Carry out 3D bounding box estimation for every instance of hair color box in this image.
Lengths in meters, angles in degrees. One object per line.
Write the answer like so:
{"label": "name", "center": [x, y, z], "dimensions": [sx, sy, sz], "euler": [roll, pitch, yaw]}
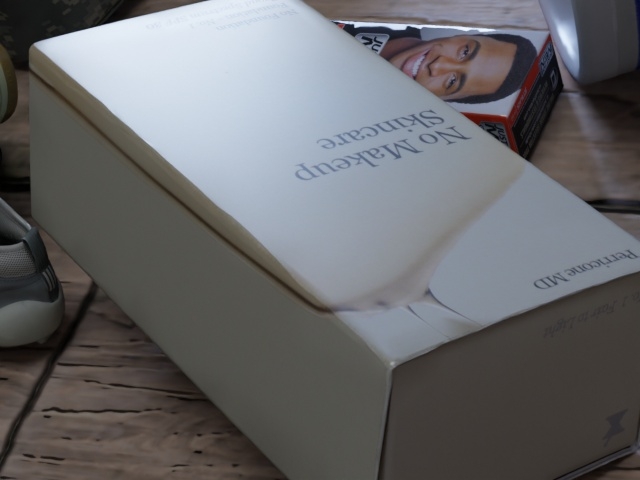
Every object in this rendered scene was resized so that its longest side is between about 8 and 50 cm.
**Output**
{"label": "hair color box", "center": [0.056, -0.083, 1.067], "dimensions": [0.141, 0.043, 0.072], "euler": [7, 49, 27]}

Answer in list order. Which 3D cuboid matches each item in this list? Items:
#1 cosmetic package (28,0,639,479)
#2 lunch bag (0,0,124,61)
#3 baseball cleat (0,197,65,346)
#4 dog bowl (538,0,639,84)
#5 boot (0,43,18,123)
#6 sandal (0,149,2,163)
{"label": "cosmetic package", "center": [0.000, 0.000, 0.915], "dimensions": [0.160, 0.113, 0.309], "euler": [-19, 39, -31]}
{"label": "lunch bag", "center": [-0.258, -0.287, 1.243], "dimensions": [0.305, 0.256, 0.212], "euler": [24, 63, 39]}
{"label": "baseball cleat", "center": [-0.236, 0.004, 1.055], "dimensions": [0.206, 0.109, 0.072], "euler": [3, 34, 19]}
{"label": "dog bowl", "center": [0.148, -0.222, 1.005], "dimensions": [0.104, 0.265, 0.265], "euler": [-16, 43, 3]}
{"label": "boot", "center": [-0.296, -0.073, 1.047], "dimensions": [0.213, 0.077, 0.165], "euler": [7, 25, 27]}
{"label": "sandal", "center": [-0.319, -0.042, 1.136], "dimensions": [0.254, 0.054, 0.097], "euler": [-17, 24, -13]}
